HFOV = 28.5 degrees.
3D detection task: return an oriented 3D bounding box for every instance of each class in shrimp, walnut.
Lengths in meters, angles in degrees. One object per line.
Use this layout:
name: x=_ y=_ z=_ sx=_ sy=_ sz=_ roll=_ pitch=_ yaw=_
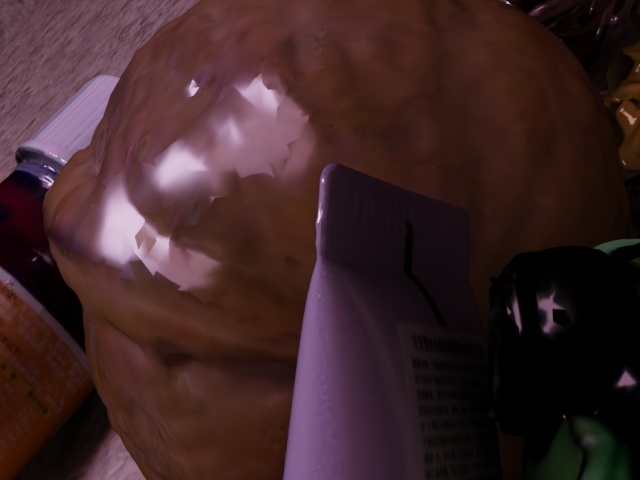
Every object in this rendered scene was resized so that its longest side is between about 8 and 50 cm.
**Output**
shrimp: x=0.132 y=-0.163 z=0.747 sx=0.145 sy=0.116 sz=0.343 roll=-66 pitch=-13 yaw=4
walnut: x=0.003 y=0.000 z=0.680 sx=0.306 sy=0.306 sz=0.344 roll=-49 pitch=30 yaw=2

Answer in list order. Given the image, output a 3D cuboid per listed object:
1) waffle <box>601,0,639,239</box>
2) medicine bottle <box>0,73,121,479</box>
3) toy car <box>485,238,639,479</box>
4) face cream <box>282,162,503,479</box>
waffle: x=0.268 y=-0.111 z=0.657 sx=0.329 sy=0.062 sz=0.329 roll=-38 pitch=29 yaw=26
medicine bottle: x=-0.265 y=0.033 z=1.121 sx=0.395 sy=0.242 sz=0.242 roll=-48 pitch=25 yaw=-16
toy car: x=0.153 y=0.139 z=0.366 sx=0.214 sy=0.176 sz=0.358 roll=3 pitch=34 yaw=4
face cream: x=0.026 y=0.117 z=0.428 sx=0.096 sy=0.154 sz=0.273 roll=0 pitch=85 yaw=25
